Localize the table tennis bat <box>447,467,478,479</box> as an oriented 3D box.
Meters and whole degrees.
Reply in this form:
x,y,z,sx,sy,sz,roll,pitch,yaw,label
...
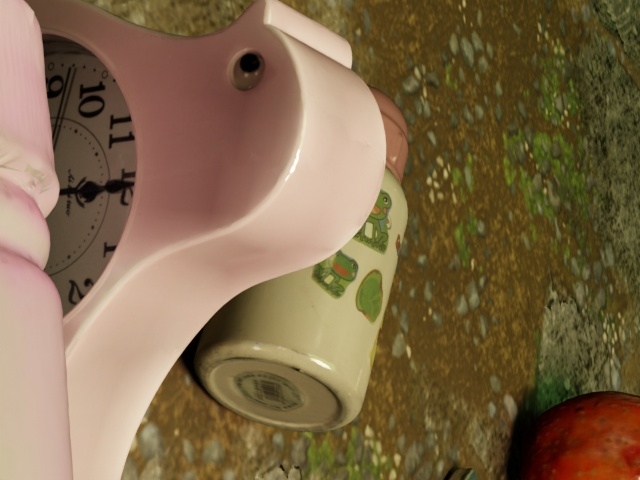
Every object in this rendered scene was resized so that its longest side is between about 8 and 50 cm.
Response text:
x,y,z,sx,sy,sz,roll,pitch,yaw,label
0.159,0.327,1.284,0.154,0.021,0.274,-45,124,-52,table tennis bat

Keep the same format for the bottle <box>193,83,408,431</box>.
x,y,z,sx,sy,sz,roll,pitch,yaw,label
0.000,0.000,1.000,0.120,0.120,0.253,51,45,-41,bottle

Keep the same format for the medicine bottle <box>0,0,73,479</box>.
x,y,z,sx,sy,sz,roll,pitch,yaw,label
-0.201,0.069,0.547,0.212,0.212,0.325,16,63,-56,medicine bottle

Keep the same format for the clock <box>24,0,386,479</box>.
x,y,z,sx,sy,sz,roll,pitch,yaw,label
-0.112,0.025,0.675,0.080,0.275,0.290,20,71,-59,clock

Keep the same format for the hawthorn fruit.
x,y,z,sx,sy,sz,roll,pitch,yaw,label
0.288,0.228,1.338,0.179,0.200,0.179,31,53,-52,hawthorn fruit
